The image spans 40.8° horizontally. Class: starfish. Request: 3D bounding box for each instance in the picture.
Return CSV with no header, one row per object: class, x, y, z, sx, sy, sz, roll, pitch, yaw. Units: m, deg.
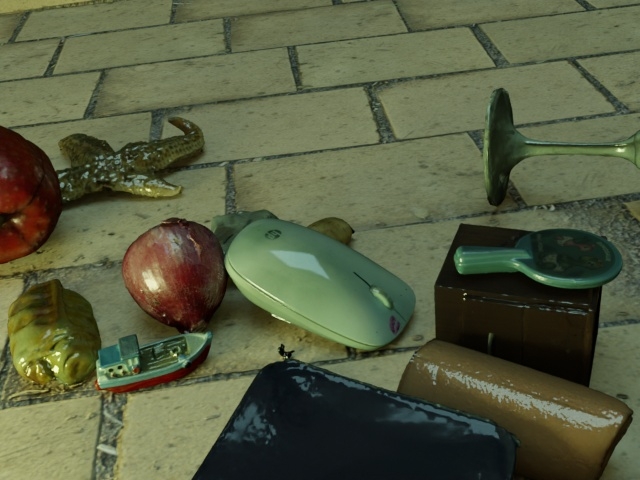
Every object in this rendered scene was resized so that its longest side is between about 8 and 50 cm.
starfish,-0.460,-0.158,1.741,0.432,0.082,0.324,-6,35,4

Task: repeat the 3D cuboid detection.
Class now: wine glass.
wine glass,0.487,-0.151,1.412,0.406,0.267,0.267,5,33,25

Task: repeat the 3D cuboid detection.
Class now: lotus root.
lotus root,0.000,0.000,1.417,0.072,0.063,0.152,26,40,27

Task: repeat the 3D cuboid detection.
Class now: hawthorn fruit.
hawthorn fruit,-0.568,-0.078,1.480,0.262,0.258,0.258,27,43,23

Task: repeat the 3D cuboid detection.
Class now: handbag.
handbag,0.017,0.294,0.866,0.303,0.122,0.329,16,39,15

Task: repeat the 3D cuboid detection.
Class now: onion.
onion,-0.207,0.068,1.281,0.159,0.159,0.195,-17,70,-18

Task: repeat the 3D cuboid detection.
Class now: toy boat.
toy boat,-0.232,0.162,1.197,0.173,0.058,0.069,-13,32,-11

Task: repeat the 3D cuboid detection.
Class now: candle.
candle,-0.020,0.190,1.152,0.026,0.021,0.167,-32,36,-3

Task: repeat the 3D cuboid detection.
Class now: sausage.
sausage,0.223,0.205,0.992,0.253,0.123,0.123,15,38,31

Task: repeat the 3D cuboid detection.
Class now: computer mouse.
computer mouse,-0.002,0.049,1.257,0.288,0.097,0.159,22,41,18

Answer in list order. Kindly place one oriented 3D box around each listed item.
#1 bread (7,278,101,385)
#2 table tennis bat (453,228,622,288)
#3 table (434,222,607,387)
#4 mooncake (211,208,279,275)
bread,-0.394,0.126,1.267,0.128,0.088,0.232,-9,26,-20
table tennis bat,0.263,0.023,1.046,0.201,0.033,0.124,-1,30,1
table,0.257,0.098,1.112,0.193,0.169,0.172,7,34,20
mooncake,-0.113,0.011,1.407,0.130,0.073,0.125,-9,35,-5
